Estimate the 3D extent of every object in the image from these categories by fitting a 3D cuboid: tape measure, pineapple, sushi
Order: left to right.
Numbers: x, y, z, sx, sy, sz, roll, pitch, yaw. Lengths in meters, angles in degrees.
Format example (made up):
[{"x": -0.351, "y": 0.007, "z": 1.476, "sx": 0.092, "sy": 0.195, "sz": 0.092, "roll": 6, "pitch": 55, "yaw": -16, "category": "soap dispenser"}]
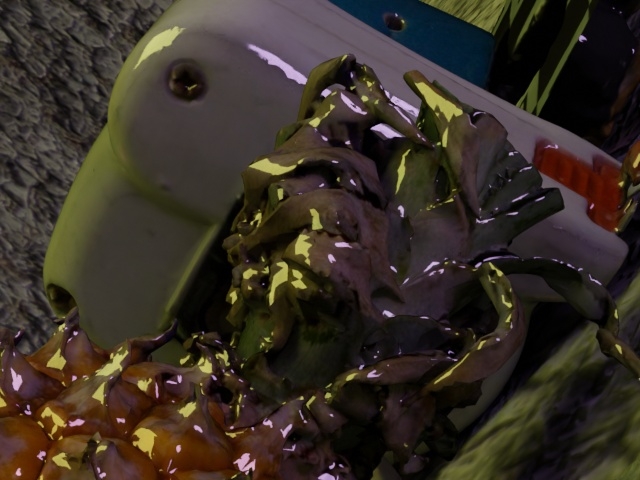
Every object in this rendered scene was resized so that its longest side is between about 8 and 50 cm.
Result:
[{"x": -0.009, "y": 0.050, "z": 0.635, "sx": 0.271, "sy": 0.262, "sz": 0.262, "roll": -49, "pitch": 6, "yaw": -11, "category": "pineapple"}, {"x": 0.000, "y": 0.000, "z": 0.799, "sx": 0.265, "sy": 0.258, "sz": 0.130, "roll": -60, "pitch": 4, "yaw": 30, "category": "tape measure"}, {"x": 0.154, "y": -0.110, "z": 0.984, "sx": 0.359, "sy": 0.064, "sz": 0.343, "roll": -74, "pitch": 8, "yaw": -59, "category": "sushi"}]

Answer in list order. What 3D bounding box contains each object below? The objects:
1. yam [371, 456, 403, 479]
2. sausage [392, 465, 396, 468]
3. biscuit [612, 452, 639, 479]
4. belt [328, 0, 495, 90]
[{"x": -0.053, "y": 0.231, "z": 0.772, "sx": 0.299, "sy": 0.066, "sz": 0.066, "roll": -53, "pitch": 7, "yaw": 11, "category": "yam"}, {"x": 0.018, "y": 0.141, "z": 0.857, "sx": 0.083, "sy": 0.034, "sz": 0.034, "roll": -56, "pitch": 7, "yaw": -31, "category": "sausage"}, {"x": 0.122, "y": 0.076, "z": 0.398, "sx": 0.252, "sy": 0.052, "sz": 0.150, "roll": -51, "pitch": 7, "yaw": 24, "category": "biscuit"}, {"x": -0.024, "y": -0.010, "z": 1.134, "sx": 0.436, "sy": 0.173, "sz": 0.300, "roll": 115, "pitch": 177, "yaw": -52, "category": "belt"}]
